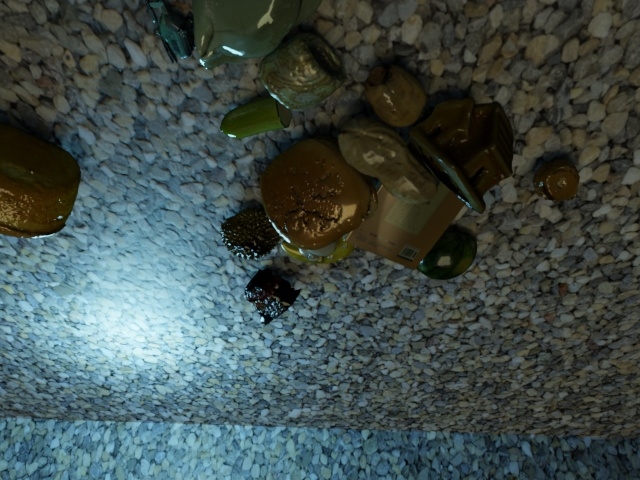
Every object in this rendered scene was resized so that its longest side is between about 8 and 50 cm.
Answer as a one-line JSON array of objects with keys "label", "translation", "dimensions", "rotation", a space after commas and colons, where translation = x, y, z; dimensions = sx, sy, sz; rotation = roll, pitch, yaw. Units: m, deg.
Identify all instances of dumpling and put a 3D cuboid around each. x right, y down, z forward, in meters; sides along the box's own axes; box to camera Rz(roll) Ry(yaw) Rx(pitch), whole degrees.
[{"label": "dumpling", "translation": [-0.131, -0.489, 1.282], "dimensions": [0.321, 0.211, 0.270], "rotation": [-13, 143, 36]}]

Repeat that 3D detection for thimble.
[{"label": "thimble", "translation": [-0.035, -0.389, 1.456], "dimensions": [0.144, 0.137, 0.191], "rotation": [-26, 144, 32]}]

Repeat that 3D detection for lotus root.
[{"label": "lotus root", "translation": [0.196, -0.343, 1.518], "dimensions": [0.125, 0.118, 0.221], "rotation": [-12, 144, 41]}]

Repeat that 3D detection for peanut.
[{"label": "peanut", "translation": [0.181, -0.199, 1.592], "dimensions": [0.149, 0.149, 0.313], "rotation": [-29, 126, 34]}]

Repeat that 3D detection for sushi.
[{"label": "sushi", "translation": [-0.184, 0.185, 2.186], "dimensions": [0.150, 0.153, 0.172], "rotation": [39, 154, -13]}]

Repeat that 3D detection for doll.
[{"label": "doll", "translation": [0.000, 0.000, 1.965], "dimensions": [0.252, 0.110, 0.237], "rotation": [20, 151, -26]}]

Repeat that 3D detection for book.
[{"label": "book", "translation": [0.272, -0.104, 1.770], "dimensions": [0.269, 0.032, 0.388], "rotation": [23, 116, -22]}]

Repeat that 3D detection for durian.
[{"label": "durian", "translation": [-0.198, -0.015, 1.935], "dimensions": [0.237, 0.137, 0.193], "rotation": [-31, 131, 34]}]

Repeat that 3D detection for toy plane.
[{"label": "toy plane", "translation": [-0.342, -0.497, 1.410], "dimensions": [0.096, 0.060, 0.235], "rotation": [8, 148, 16]}]

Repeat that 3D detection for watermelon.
[{"label": "watermelon", "translation": [0.393, 0.062, 2.001], "dimensions": [0.204, 0.127, 0.232], "rotation": [27, 141, -31]}]

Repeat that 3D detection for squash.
[{"label": "squash", "translation": [-0.175, -0.317, 1.599], "dimensions": [0.188, 0.095, 0.095], "rotation": [-9, 140, 22]}]

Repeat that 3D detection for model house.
[{"label": "model house", "translation": [0.385, -0.250, 1.574], "dimensions": [0.239, 0.173, 0.268], "rotation": [-44, 129, 0]}]

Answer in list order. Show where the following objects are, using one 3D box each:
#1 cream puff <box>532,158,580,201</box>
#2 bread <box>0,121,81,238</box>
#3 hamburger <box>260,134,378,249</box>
[{"label": "cream puff", "translation": [0.653, -0.168, 1.709], "dimensions": [0.133, 0.104, 0.119], "rotation": [13, 109, -23]}, {"label": "bread", "translation": [-0.836, -0.173, 1.664], "dimensions": [0.359, 0.336, 0.204], "rotation": [22, 114, -24]}, {"label": "hamburger", "translation": [-0.014, -0.130, 1.697], "dimensions": [0.305, 0.174, 0.284], "rotation": [-32, 93, 25]}]
